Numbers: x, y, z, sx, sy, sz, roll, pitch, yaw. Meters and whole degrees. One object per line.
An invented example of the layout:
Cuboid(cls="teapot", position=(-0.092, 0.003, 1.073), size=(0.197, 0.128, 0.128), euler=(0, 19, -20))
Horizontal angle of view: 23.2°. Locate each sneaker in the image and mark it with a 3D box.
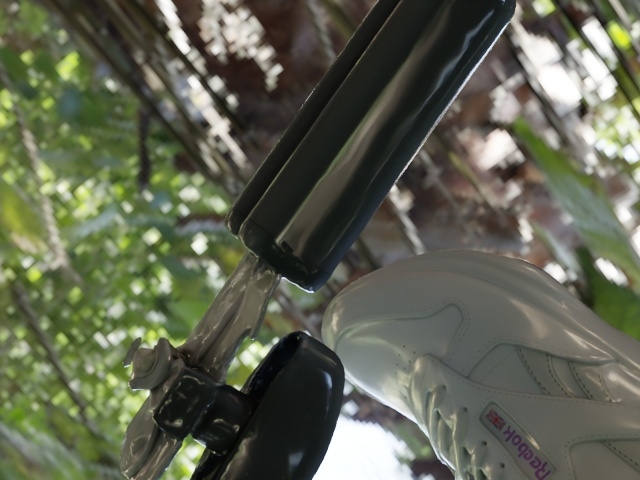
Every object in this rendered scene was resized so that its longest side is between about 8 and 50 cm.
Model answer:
Cuboid(cls="sneaker", position=(0.108, 0.101, 0.770), size=(0.305, 0.114, 0.152), euler=(21, -126, 34))

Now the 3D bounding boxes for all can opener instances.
Cuboid(cls="can opener", position=(0.000, 0.000, 0.695), size=(0.280, 0.093, 0.074), euler=(-59, -162, 2))
